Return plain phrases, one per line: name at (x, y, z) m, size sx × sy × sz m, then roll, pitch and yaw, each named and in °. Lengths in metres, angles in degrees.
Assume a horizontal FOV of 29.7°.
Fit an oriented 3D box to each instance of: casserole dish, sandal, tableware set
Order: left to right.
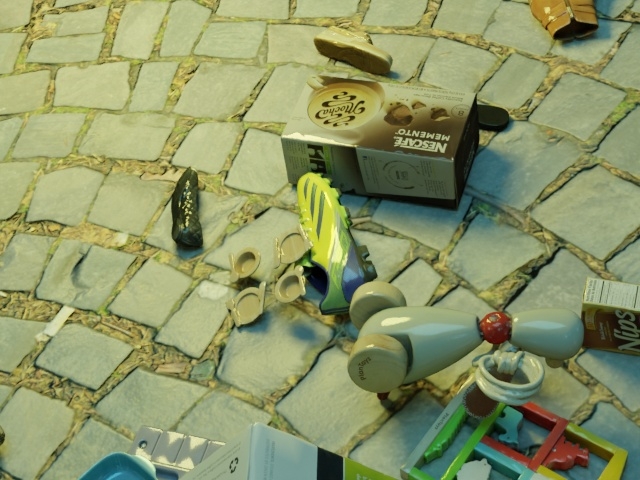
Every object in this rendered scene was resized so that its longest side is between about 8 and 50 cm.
casserole dish at (-0.293, 0.366, 1.607) m, size 0.114 × 0.037 × 0.188 m, roll 32°, pitch 62°, yaw 31°
tableware set at (-0.081, 0.053, 1.883) m, size 0.168 × 0.020 × 0.141 m, roll -24°, pitch 52°, yaw 21°
sandal at (0.240, -0.231, 2.103) m, size 0.179 × 0.040 × 0.067 m, roll 7°, pitch 51°, yaw 15°

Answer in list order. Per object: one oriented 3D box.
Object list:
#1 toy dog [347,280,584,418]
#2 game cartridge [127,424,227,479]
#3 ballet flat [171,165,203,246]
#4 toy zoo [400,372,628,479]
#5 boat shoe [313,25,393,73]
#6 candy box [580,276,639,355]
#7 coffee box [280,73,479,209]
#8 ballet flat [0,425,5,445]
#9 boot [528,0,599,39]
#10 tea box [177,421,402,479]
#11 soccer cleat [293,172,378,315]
toy dog at (0.186, 0.169, 1.689) m, size 0.333 × 0.161 × 0.220 m, roll 14°, pitch 41°, yaw 25°
game cartridge at (-0.200, 0.421, 1.605) m, size 0.230 × 0.068 × 0.355 m, roll 6°, pitch 51°, yaw 19°
ballet flat at (-0.222, -0.055, 2.034) m, size 0.049 × 0.057 × 0.173 m, roll 22°, pitch 44°, yaw -26°
toy zoo at (0.281, 0.316, 1.633) m, size 0.293 × 0.030 × 0.192 m, roll 25°, pitch 58°, yaw 27°
boat shoe at (0.068, -0.360, 2.228) m, size 0.170 × 0.063 × 0.059 m, roll 25°, pitch 63°, yaw 28°
candy box at (0.468, 0.117, 1.722) m, size 0.186 × 0.109 × 0.053 m, roll 9°, pitch 51°, yaw 17°
coffee box at (0.104, -0.169, 2.020) m, size 0.297 × 0.119 × 0.168 m, roll 10°, pitch 51°, yaw 17°
ballet flat at (-0.581, 0.292, 1.785) m, size 0.250 × 0.058 × 0.084 m, roll -4°, pitch 71°, yaw 13°
boot at (0.489, -0.446, 2.231) m, size 0.197 × 0.073 × 0.152 m, roll -22°, pitch 48°, yaw 6°
tea box at (-0.040, 0.407, 1.332) m, size 0.323 × 0.329 × 0.220 m, roll 28°, pitch 43°, yaw -26°
soccer cleat at (0.000, 0.000, 1.913) m, size 0.121 × 0.093 × 0.289 m, roll -23°, pitch 49°, yaw -2°
